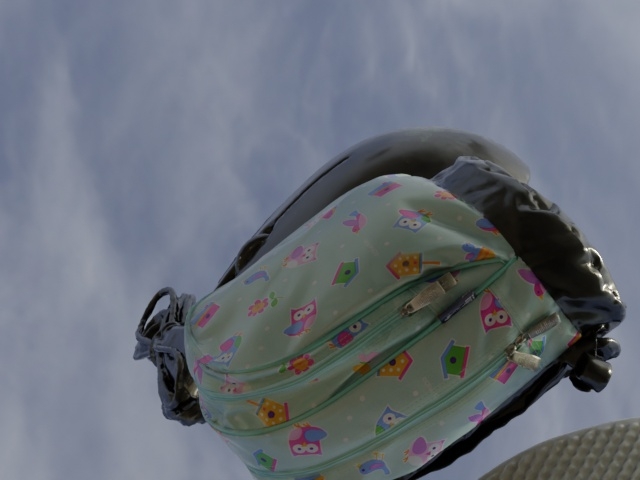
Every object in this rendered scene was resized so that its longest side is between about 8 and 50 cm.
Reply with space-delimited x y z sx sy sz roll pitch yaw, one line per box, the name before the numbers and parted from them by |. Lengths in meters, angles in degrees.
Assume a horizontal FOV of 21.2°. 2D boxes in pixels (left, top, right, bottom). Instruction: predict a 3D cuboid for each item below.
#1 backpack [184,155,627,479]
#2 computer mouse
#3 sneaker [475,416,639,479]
backpack | 0.030 0.042 0.786 0.182 0.152 0.115 -35 -71 -5
computer mouse | 0.000 0.000 1.044 0.272 0.188 0.072 -30 -73 -6
sneaker | 0.125 0.213 0.945 0.282 0.102 0.161 -30 -66 15
